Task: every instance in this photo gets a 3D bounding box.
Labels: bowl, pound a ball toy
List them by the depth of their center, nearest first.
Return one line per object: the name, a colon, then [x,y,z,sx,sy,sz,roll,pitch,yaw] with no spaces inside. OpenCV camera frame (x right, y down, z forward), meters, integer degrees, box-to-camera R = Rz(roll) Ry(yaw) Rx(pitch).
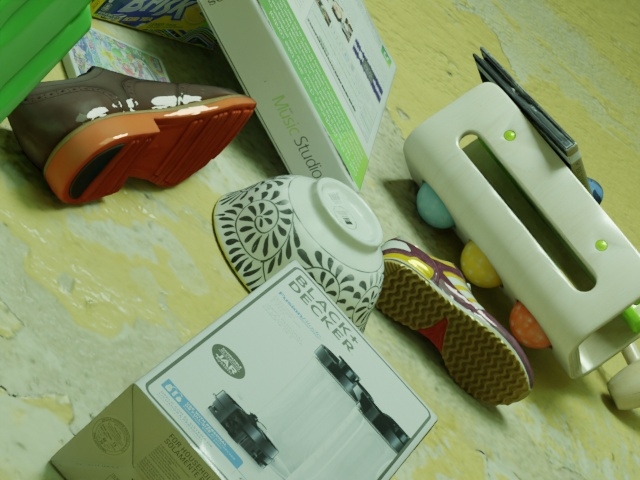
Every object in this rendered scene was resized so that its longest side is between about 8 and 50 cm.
bowl: [0.000,0.000,1.533,0.170,0.080,0.170,37,26,-22]
pound a ball toy: [0.216,0.029,1.812,0.319,0.136,0.208,54,-5,22]

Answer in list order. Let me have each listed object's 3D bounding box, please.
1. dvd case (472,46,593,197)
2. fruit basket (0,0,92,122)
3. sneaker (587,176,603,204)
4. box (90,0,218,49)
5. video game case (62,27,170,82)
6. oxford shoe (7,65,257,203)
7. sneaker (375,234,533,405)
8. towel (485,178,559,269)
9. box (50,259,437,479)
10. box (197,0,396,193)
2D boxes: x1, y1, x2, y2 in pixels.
dvd case: [0.228,-0.082,1.860,0.164,0.018,0.221,52,-5,37]
fruit basket: [-0.363,-0.194,1.131,0.392,0.283,0.392,4,68,-10]
sneaker: [0.277,-0.039,2.066,0.144,0.053,0.059,-2,52,-48]
box: [-0.144,-0.225,1.666,0.169,0.059,0.054,10,45,-52]
video game case: [-0.173,-0.144,1.558,0.122,0.011,0.087,21,35,-42]
oxford shoe: [-0.143,-0.103,1.449,0.098,0.097,0.271,46,24,14]
sneaker: [0.124,0.066,1.642,0.185,0.069,0.084,44,30,-8]
towel: [0.202,-0.021,1.961,0.152,0.023,0.113,47,27,-3]
box: [-0.041,0.134,1.256,0.169,0.087,0.290,48,24,3]
box: [-0.015,-0.197,1.745,0.232,0.058,0.322,62,18,-19]
